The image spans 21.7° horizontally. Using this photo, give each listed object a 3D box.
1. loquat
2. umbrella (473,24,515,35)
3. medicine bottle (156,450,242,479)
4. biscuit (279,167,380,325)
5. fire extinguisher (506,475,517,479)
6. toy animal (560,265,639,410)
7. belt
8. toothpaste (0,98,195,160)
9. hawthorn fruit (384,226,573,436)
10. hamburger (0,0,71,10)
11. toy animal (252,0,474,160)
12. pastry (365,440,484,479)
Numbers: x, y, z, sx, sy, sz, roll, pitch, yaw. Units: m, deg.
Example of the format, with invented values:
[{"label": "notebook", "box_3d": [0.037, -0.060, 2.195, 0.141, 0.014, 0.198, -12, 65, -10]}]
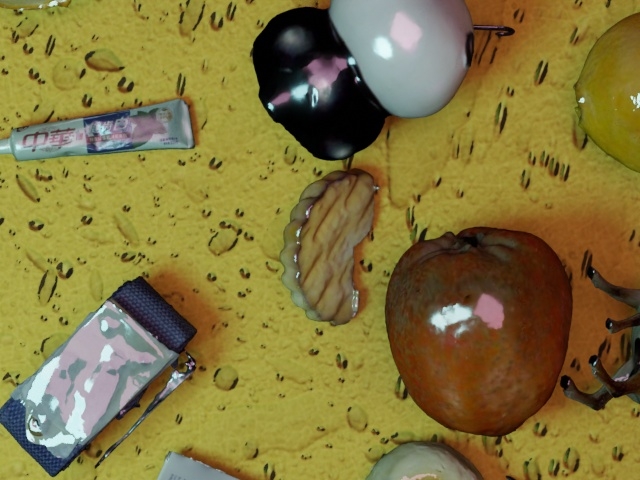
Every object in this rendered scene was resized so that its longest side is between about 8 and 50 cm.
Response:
[{"label": "loquat", "box_3d": [0.401, -0.166, 1.865, 0.234, 0.176, 0.187, 1, 106, 3]}, {"label": "umbrella", "box_3d": [0.091, -0.250, 1.934, 0.269, 0.044, 0.044, 6, 115, 9]}, {"label": "medicine bottle", "box_3d": [-0.128, 0.350, 1.854, 0.171, 0.052, 0.201, 22, 49, -1]}, {"label": "biscuit", "box_3d": [0.000, 0.000, 1.907, 0.118, 0.061, 0.183, 15, 89, -41]}, {"label": "fire extinguisher", "box_3d": [0.225, 0.363, 1.915, 0.062, 0.050, 0.177, 6, 87, 38]}, {"label": "toy animal", "box_3d": [0.401, 0.085, 1.883, 0.260, 0.087, 0.243, 2, 120, -33]}, {"label": "belt", "box_3d": [-0.243, 0.159, 1.868, 0.230, 0.139, 0.126, -45, 89, -3]}, {"label": "toothpaste", "box_3d": [-0.264, -0.121, 1.924, 0.234, 0.038, 0.060, -7, 91, -3]}, {"label": "hawthorn fruit", "box_3d": [0.185, 0.117, 1.852, 0.211, 0.210, 0.262, -15, 111, 0]}, {"label": "hamburger", "box_3d": [-0.328, -0.368, 1.874, 0.237, 0.147, 0.236, 0, 89, 12]}, {"label": "toy animal", "box_3d": [0.057, -0.207, 1.842, 0.235, 0.165, 0.187, -31, 94, 16]}, {"label": "pastry", "box_3d": [0.117, 0.306, 1.894, 0.156, 0.092, 0.156, 0, 96, -3]}]
